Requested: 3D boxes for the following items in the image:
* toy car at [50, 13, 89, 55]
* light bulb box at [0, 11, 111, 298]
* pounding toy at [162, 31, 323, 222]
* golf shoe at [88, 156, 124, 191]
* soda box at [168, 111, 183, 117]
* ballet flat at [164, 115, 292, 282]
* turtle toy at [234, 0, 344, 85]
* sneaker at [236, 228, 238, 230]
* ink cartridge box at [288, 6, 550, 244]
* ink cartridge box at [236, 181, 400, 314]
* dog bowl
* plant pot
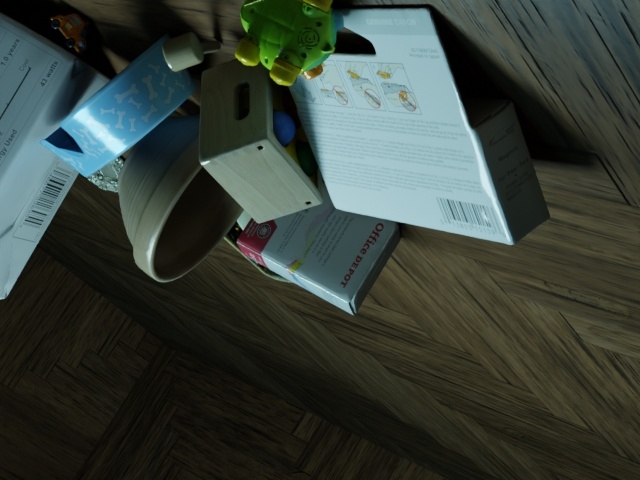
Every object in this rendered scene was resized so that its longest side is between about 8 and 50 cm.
[{"bbox_3d":[-0.320,-0.280,1.536,0.060,0.040,0.122,49,176,24],"label":"toy car"},{"bbox_3d":[-0.529,-0.160,1.686,0.361,0.357,0.225,31,179,10],"label":"light bulb box"},{"bbox_3d":[-0.076,-0.154,1.316,0.094,0.181,0.206,-17,143,21],"label":"pounding toy"},{"bbox_3d":[-0.405,-0.155,2.158,0.176,0.069,0.086,40,-175,-17],"label":"golf shoe"},{"bbox_3d":[-0.217,-0.132,1.795,0.061,0.058,0.181,32,166,1],"label":"soda box"},{"bbox_3d":[-0.114,-0.047,1.716,0.123,0.123,0.348,19,164,44],"label":"ballet flat"},{"bbox_3d":[-0.030,-0.194,1.126,0.130,0.095,0.066,34,-168,37],"label":"turtle toy"},{"bbox_3d":[-0.106,-0.032,1.929,0.175,0.064,0.067,35,-173,10],"label":"sneaker"},{"bbox_3d":[0.072,-0.125,1.190,0.275,0.060,0.238,14,132,53],"label":"ink cartridge box"},{"bbox_3d":[0.000,0.000,1.626,0.175,0.127,0.072,29,167,15],"label":"ink cartridge box"},{"bbox_3d":[-0.242,-0.155,1.499,0.074,0.166,0.297,50,160,-12],"label":"dog bowl"},{"bbox_3d":[-0.172,-0.074,1.533,0.110,0.237,0.237,35,167,13],"label":"plant pot"}]
